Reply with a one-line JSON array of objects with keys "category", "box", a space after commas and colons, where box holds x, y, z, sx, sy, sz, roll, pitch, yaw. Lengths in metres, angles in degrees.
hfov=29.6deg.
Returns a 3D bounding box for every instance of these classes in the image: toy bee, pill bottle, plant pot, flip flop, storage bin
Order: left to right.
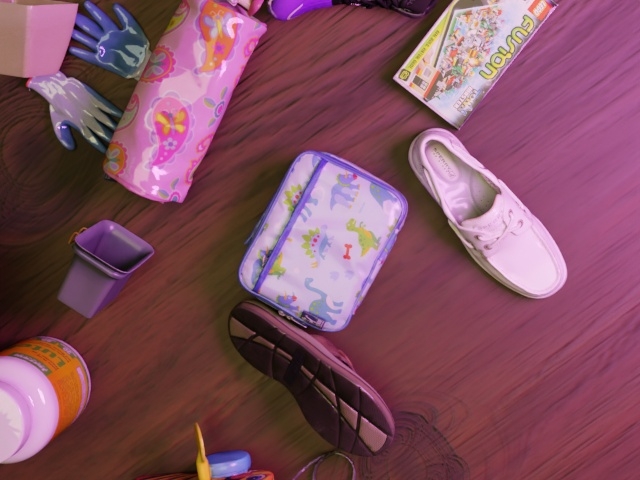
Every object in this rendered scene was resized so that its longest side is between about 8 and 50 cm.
[{"category": "pill bottle", "box": [-0.394, 0.210, 1.570, 0.136, 0.246, 0.136, 0, 95, 4]}, {"category": "plant pot", "box": [-0.394, -0.267, 1.592, 0.109, 0.109, 0.096, 11, 106, 21]}, {"category": "storage bin", "box": [-0.297, 0.038, 1.610, 0.098, 0.135, 0.091, 33, 106, 1]}, {"category": "toy bee", "box": [-0.122, 0.329, 1.603, 0.298, 0.162, 0.195, -29, 90, 6]}, {"category": "flip flop", "box": [-0.005, 0.174, 1.621, 0.277, 0.080, 0.112, 39, 124, 15]}]

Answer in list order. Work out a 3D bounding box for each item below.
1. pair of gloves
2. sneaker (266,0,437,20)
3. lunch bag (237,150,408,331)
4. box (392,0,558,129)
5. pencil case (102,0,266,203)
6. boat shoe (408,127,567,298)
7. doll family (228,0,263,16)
[{"category": "pair of gloves", "box": [-0.303, -0.218, 1.638, 0.159, 0.023, 0.198, 39, 96, 1]}, {"category": "sneaker", "box": [0.077, -0.339, 1.556, 0.293, 0.102, 0.146, -31, 93, 6]}, {"category": "lunch bag", "box": [0.000, 0.000, 1.601, 0.176, 0.090, 0.219, 30, 96, 4]}, {"category": "box", "box": [0.202, -0.260, 1.586, 0.114, 0.036, 0.207, 38, 97, 0]}, {"category": "pencil case", "box": [-0.180, -0.184, 1.583, 0.124, 0.124, 0.284, 26, 96, 2]}, {"category": "boat shoe", "box": [0.214, -0.029, 1.575, 0.098, 0.096, 0.277, -44, 91, 6]}, {"category": "doll family", "box": [-0.112, -0.412, 1.547, 0.163, 0.118, 0.263, 34, 77, -17]}]
